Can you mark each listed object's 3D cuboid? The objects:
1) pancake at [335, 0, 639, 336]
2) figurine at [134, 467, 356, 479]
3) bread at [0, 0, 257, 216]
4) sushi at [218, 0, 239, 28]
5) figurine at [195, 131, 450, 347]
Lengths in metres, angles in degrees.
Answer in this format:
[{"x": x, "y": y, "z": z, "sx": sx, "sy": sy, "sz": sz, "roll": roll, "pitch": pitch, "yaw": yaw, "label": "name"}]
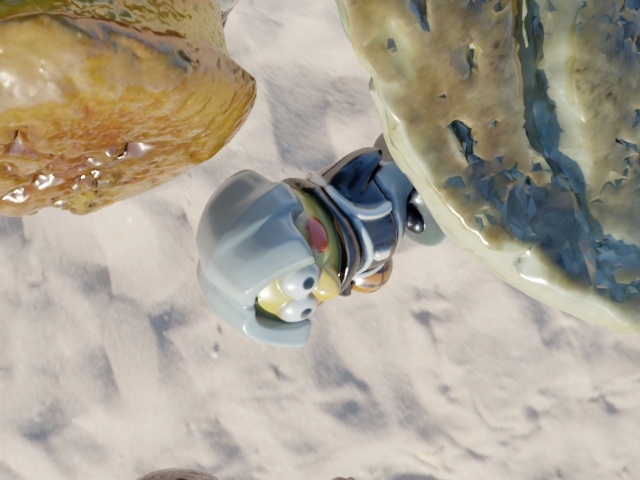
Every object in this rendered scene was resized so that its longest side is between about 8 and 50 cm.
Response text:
[{"x": 0.140, "y": -0.143, "z": 0.507, "sx": 0.386, "sy": 0.082, "sz": 0.387, "roll": 6, "pitch": 78, "yaw": -31, "label": "pancake"}, {"x": -0.077, "y": 0.338, "z": 1.224, "sx": 0.365, "sy": 0.218, "sz": 0.206, "roll": 13, "pitch": 94, "yaw": -46, "label": "figurine"}, {"x": -0.207, "y": -0.120, "z": 0.887, "sx": 0.312, "sy": 0.312, "sz": 0.172, "roll": -8, "pitch": 73, "yaw": -11, "label": "bread"}, {"x": -0.172, "y": -0.243, "z": 1.370, "sx": 0.134, "sy": 0.273, "sz": 0.109, "roll": 24, "pitch": 67, "yaw": -7, "label": "sushi"}, {"x": 0.000, "y": 0.000, "z": 1.056, "sx": 0.236, "sy": 0.133, "sz": 0.176, "roll": -25, "pitch": 138, "yaw": -29, "label": "figurine"}]
